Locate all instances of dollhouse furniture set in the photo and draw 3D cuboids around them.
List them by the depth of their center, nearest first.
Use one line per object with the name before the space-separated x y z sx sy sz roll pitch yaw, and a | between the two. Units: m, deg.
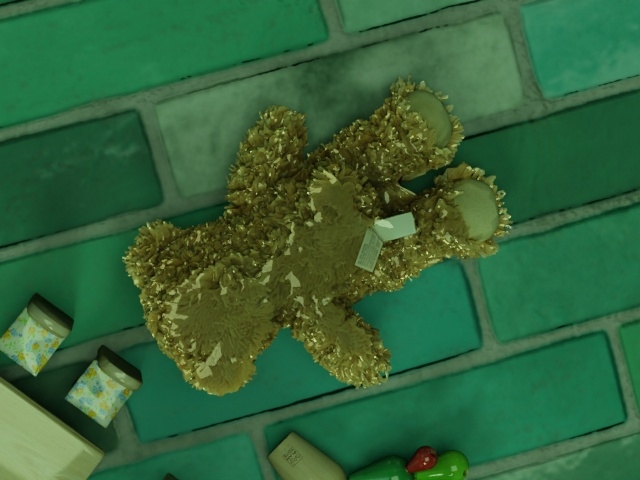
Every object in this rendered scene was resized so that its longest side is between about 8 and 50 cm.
dollhouse furniture set | -0.215 0.201 1.467 0.242 0.161 0.212 37 90 -8

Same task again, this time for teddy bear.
teddy bear | 0.000 0.000 1.518 0.245 0.113 0.338 45 81 -15

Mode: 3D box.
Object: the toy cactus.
toy cactus | 0.024 0.245 1.538 0.180 0.112 0.219 44 97 2
